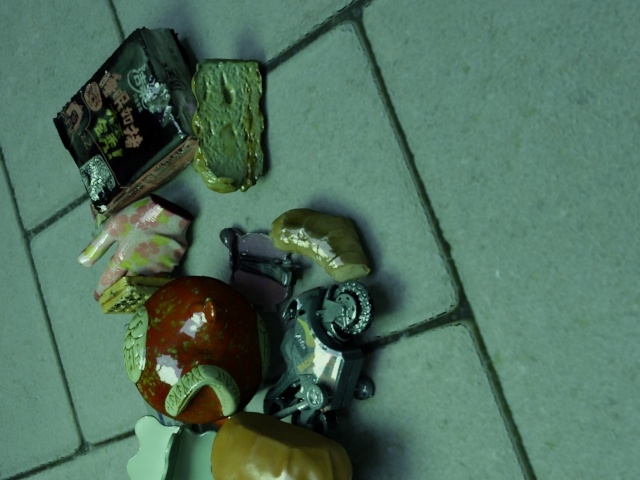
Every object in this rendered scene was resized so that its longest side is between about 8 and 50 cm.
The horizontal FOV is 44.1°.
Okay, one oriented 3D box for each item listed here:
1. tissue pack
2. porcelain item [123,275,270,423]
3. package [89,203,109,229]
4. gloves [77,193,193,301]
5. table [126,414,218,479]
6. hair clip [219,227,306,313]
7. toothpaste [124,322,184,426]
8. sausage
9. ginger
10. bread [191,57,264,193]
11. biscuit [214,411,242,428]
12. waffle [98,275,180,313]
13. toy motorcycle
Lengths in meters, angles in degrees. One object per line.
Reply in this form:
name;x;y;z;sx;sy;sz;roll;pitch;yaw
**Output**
tissue pack;-0.345;-0.212;1.474;0.332;0.123;0.244;-31;80;38
porcelain item;-0.192;0.165;1.273;0.253;0.253;0.252;3;95;37
package;-0.439;-0.064;1.611;0.083;0.029;0.059;-27;70;25
gloves;-0.345;0.030;1.469;0.126;0.145;0.241;41;103;39
table;-0.264;0.418;1.405;0.167;0.167;0.198;16;96;36
hair clip;-0.097;0.053;1.352;0.187;0.056;0.146;6;98;46
toothpaste;-0.313;0.287;1.527;0.282;0.069;0.099;69;159;1
sausage;-0.062;0.345;1.199;0.241;0.120;0.136;5;92;36
ginger;0.000;0.002;1.248;0.190;0.069;0.095;21;102;25
bread;-0.161;-0.194;1.330;0.088;0.128;0.231;-2;92;54
biscuit;-0.195;0.216;1.442;0.166;0.036;0.249;14;102;35
waffle;-0.320;0.101;1.457;0.102;0.148;0.042;-31;65;37
toy motorcycle;-0.005;0.188;1.258;0.173;0.108;0.307;33;114;40
